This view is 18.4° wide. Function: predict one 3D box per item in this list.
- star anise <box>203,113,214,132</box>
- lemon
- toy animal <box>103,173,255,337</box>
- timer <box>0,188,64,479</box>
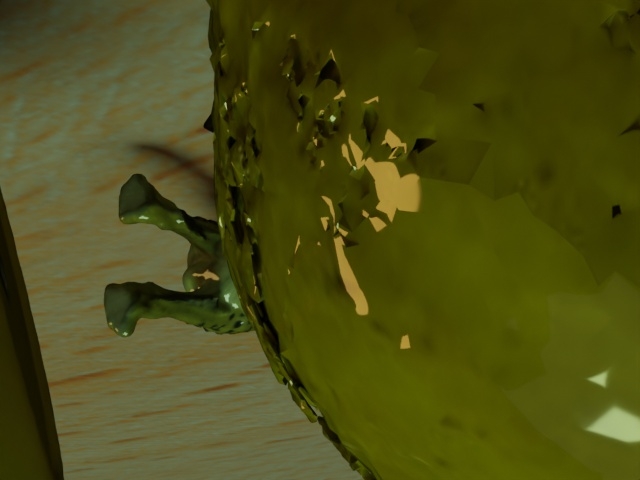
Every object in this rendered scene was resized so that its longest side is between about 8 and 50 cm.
[{"bbox_3d":[0.052,-0.014,0.766,0.212,0.053,0.157,12,129,-14],"label":"star anise"},{"bbox_3d":[0.120,-0.038,0.415,0.310,0.258,0.258,4,162,-11],"label":"lemon"},{"bbox_3d":[0.000,0.000,0.889,0.181,0.073,0.136,-18,161,25],"label":"toy animal"},{"bbox_3d":[-0.285,0.052,0.630,0.387,0.376,0.376,-12,162,-3],"label":"timer"}]
